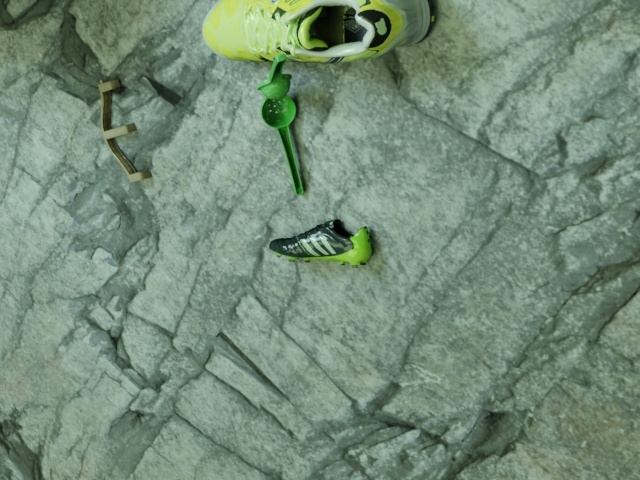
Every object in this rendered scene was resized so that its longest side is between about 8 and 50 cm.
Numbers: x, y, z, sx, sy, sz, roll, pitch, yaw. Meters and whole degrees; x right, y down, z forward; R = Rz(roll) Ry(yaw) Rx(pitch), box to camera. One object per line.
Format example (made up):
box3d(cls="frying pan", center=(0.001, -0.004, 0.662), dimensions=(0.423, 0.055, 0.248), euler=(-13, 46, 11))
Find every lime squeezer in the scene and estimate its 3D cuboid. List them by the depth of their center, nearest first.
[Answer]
box3d(cls="lime squeezer", center=(-0.066, -0.205, 1.775), dimensions=(0.059, 0.110, 0.310), euler=(-4, 144, 1))

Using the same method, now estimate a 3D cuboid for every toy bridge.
box3d(cls="toy bridge", center=(-0.356, -0.192, 2.035), dimensions=(0.063, 0.026, 0.188), euler=(-11, 101, 37))

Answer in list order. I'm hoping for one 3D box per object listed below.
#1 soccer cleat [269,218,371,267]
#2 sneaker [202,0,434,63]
box3d(cls="soccer cleat", center=(0.000, 0.000, 1.860), dimensions=(0.179, 0.060, 0.072), euler=(4, 100, 25))
box3d(cls="sneaker", center=(-0.031, -0.328, 1.696), dimensions=(0.385, 0.147, 0.145), euler=(-1, 109, 35))
